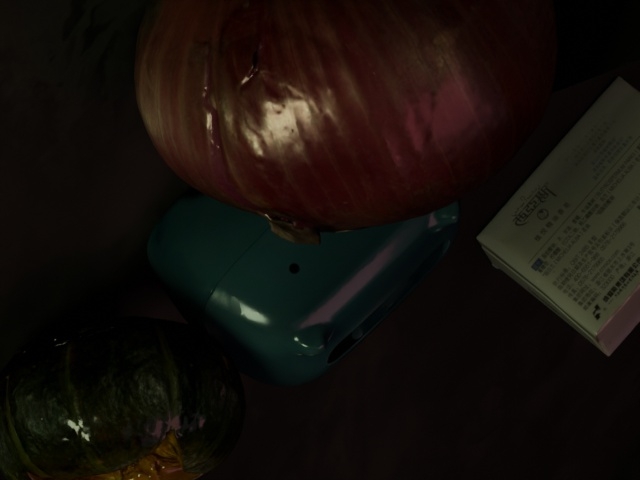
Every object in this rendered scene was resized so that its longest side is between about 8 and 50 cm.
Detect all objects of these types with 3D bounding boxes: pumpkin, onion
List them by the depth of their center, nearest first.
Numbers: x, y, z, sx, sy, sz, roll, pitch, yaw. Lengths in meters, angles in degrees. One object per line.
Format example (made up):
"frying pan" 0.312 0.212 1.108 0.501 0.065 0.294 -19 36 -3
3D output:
"onion" 0.020 -0.154 1.532 0.353 0.353 0.353 -38 153 -23
"pumpkin" -0.186 0.151 1.765 0.238 0.159 0.238 -12 153 -6

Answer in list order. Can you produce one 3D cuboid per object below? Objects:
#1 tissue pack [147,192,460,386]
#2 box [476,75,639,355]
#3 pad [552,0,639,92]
"tissue pack" 0.000 0.000 1.843 0.287 0.206 0.198 -42 156 -14
"box" 0.361 -0.029 2.409 0.274 0.203 0.116 -49 156 -2
"pad" 0.186 -0.228 1.617 0.007 0.367 0.247 19 69 -32
